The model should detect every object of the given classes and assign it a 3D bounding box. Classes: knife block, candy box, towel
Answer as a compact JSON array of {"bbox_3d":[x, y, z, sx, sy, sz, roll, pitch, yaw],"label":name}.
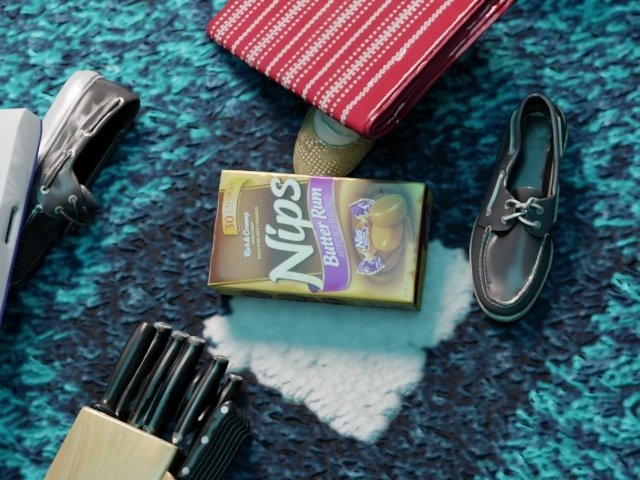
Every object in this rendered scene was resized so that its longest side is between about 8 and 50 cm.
[{"bbox_3d":[-0.187,0.200,1.692,0.276,0.088,0.242,-21,67,3],"label":"knife block"},{"bbox_3d":[0.000,0.000,1.742,0.187,0.053,0.109,4,80,13],"label":"candy box"},{"bbox_3d":[0.034,-0.207,1.773,0.199,0.031,0.275,-47,43,-7],"label":"towel"}]

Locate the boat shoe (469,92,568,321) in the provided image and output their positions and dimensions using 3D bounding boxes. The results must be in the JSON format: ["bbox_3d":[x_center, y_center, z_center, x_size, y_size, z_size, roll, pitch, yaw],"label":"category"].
[{"bbox_3d":[0.172,-0.033,1.722,0.075,0.065,0.206,10,73,13],"label":"boat shoe"}]

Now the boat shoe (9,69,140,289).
[{"bbox_3d":[-0.233,-0.048,1.799,0.076,0.080,0.228,20,68,18],"label":"boat shoe"}]

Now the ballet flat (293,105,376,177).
[{"bbox_3d":[0.039,-0.141,1.783,0.073,0.067,0.206,31,79,14],"label":"ballet flat"}]

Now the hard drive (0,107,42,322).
[{"bbox_3d":[-0.410,-0.014,1.785,0.319,0.040,0.210,0,70,28],"label":"hard drive"}]
